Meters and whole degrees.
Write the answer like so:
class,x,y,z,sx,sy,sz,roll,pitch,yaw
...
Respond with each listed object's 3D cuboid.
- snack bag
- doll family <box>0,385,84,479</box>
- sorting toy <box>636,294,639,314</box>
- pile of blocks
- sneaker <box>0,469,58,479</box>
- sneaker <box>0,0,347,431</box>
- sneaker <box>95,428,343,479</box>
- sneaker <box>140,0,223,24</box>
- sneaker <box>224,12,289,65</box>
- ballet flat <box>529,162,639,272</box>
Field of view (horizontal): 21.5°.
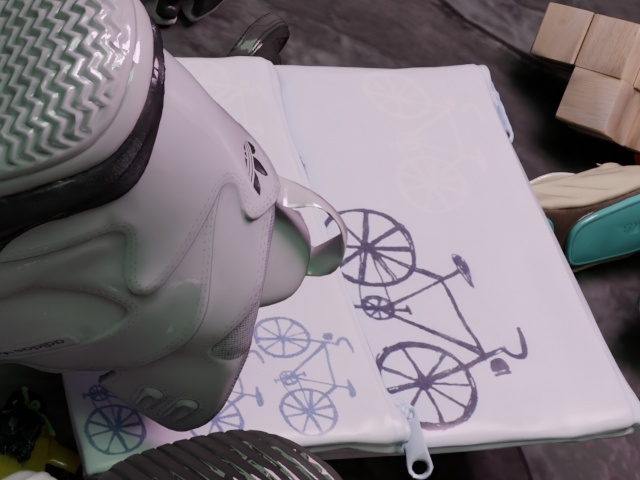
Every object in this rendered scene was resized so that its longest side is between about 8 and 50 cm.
class,x,y,z,sx,sy,sz,roll,pitch,yaw
snack bag,0.000,0.000,0.984,0.342,0.037,0.323,0,47,-21
doll family,-0.136,0.132,0.886,0.193,0.076,0.111,25,43,-15
sorting toy,0.389,0.013,1.148,0.257,0.255,0.089,35,6,1
pile of blocks,0.318,-0.059,1.265,0.362,0.149,0.112,22,90,1
sneaker,-0.244,0.151,0.774,0.235,0.094,0.153,-41,76,-14
sneaker,-0.167,0.030,0.810,0.210,0.366,0.137,36,36,-39
sneaker,-0.113,0.215,0.774,0.122,0.146,0.330,42,52,13
sneaker,-0.196,-0.233,1.124,0.292,0.110,0.118,14,42,-28
sneaker,-0.044,-0.075,1.109,0.089,0.051,0.170,37,52,2
ballet flat,0.141,-0.008,1.143,0.248,0.086,0.086,-13,62,-36
